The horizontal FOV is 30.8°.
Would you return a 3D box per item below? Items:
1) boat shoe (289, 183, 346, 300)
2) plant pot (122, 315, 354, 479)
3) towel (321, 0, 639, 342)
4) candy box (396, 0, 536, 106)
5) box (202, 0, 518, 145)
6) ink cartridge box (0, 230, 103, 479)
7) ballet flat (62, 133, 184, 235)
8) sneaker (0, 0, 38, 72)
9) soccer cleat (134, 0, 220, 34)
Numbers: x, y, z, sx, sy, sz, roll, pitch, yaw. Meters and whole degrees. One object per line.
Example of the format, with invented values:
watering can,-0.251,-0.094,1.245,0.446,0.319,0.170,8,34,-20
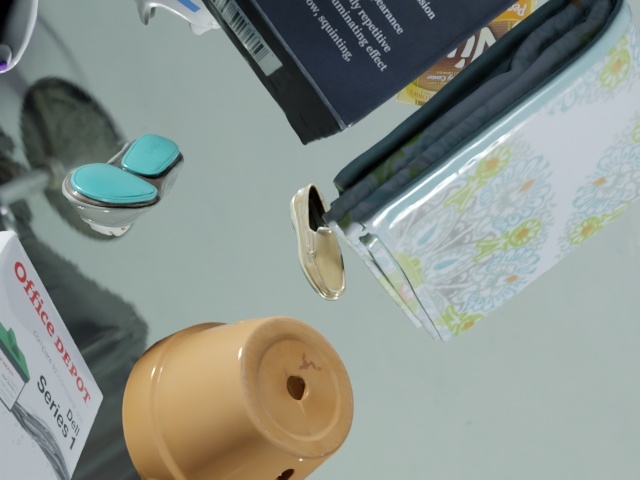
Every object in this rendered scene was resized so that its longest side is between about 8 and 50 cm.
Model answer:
boat shoe,0.000,0.000,1.825,0.072,0.068,0.190,-48,58,54
plant pot,-0.094,0.229,1.582,0.203,0.291,0.291,-31,92,42
towel,0.204,-0.069,1.264,0.090,0.374,0.320,54,-178,35
candy box,0.238,-0.357,1.829,0.183,0.087,0.316,12,123,2
box,0.069,-0.324,1.075,0.293,0.395,0.212,54,173,-7
ink cartridge box,-0.232,0.120,0.731,0.093,0.219,0.160,-10,123,15
ballet flat,-0.172,-0.038,1.018,0.072,0.213,0.068,25,110,3
sneaker,-0.396,-0.179,1.207,0.282,0.102,0.161,-56,41,6
soccer cleat,-0.147,-0.402,1.872,0.331,0.116,0.143,5,116,12
